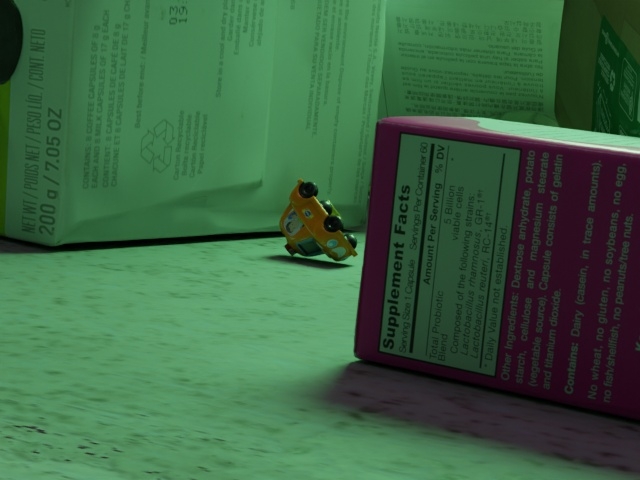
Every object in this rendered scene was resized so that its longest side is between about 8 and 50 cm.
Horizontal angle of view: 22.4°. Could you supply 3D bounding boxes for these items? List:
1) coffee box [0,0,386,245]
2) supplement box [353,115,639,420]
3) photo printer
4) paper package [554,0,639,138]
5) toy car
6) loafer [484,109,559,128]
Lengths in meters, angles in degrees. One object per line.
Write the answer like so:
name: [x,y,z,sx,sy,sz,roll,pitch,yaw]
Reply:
coffee box: [-0.178,-0.191,1.138,0.334,0.338,0.338,11,10,34]
supplement box: [0.137,0.012,0.695,0.220,0.114,0.111,12,10,31]
photo printer: [0.138,-0.139,1.350,0.256,0.107,0.308,6,-38,15]
paper package: [0.305,-0.088,0.893,0.309,0.168,0.325,-4,23,-1]
toy car: [0.000,0.000,1.060,0.040,0.060,0.122,-36,-13,1]
loafer: [0.209,-0.033,1.237,0.319,0.112,0.111,7,-31,46]
